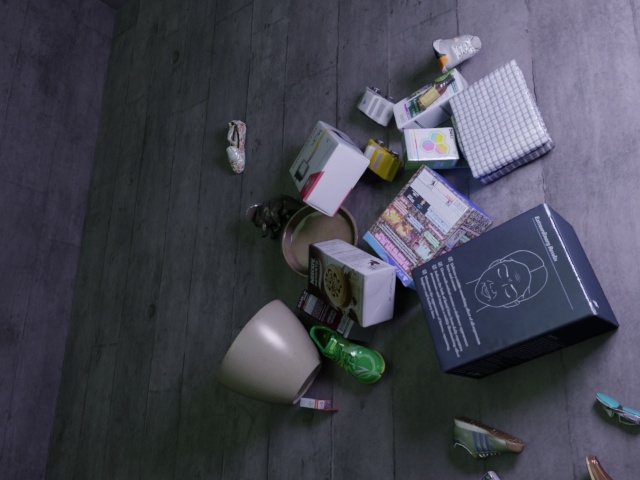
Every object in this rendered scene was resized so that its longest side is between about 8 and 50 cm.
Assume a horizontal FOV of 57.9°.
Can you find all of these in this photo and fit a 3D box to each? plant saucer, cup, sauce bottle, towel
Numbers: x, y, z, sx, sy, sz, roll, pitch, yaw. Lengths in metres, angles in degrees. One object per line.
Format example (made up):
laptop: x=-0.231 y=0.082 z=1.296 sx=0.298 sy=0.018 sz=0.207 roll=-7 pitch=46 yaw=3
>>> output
plant saucer: x=0.000 y=0.000 z=1.983 sx=0.277 sy=0.041 sz=0.278 roll=-7 pitch=71 yaw=20
cup: x=-0.134 y=0.392 z=1.867 sx=0.237 sy=0.331 sz=0.331 roll=32 pitch=98 yaw=15
sauce bottle: x=0.351 y=-0.453 z=1.751 sx=0.128 sy=0.042 sz=0.042 roll=-39 pitch=54 yaw=21
towel: x=0.511 y=-0.332 z=1.655 sx=0.235 sy=0.121 sz=0.284 roll=-29 pitch=60 yaw=32

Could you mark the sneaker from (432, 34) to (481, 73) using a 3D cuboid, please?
sneaker: x=0.419 y=-0.580 z=1.746 sx=0.121 sy=0.262 sz=0.099 roll=-14 pitch=109 yaw=28

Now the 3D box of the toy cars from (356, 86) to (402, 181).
toy cars: x=0.178 y=-0.371 z=1.948 sx=0.176 sy=0.087 sz=0.394 roll=-27 pitch=59 yaw=48

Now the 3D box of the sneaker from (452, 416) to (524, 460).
sneaker: x=0.425 y=0.526 z=1.486 sx=0.192 sy=0.064 sz=0.086 roll=12 pitch=91 yaw=42

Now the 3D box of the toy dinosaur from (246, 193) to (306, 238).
toy dinosaur: x=-0.173 y=-0.103 z=2.160 sx=0.313 sy=0.121 sz=0.160 roll=-29 pitch=72 yaw=35

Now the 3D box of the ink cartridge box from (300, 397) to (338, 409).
ink cartridge box: x=-0.002 y=0.521 z=1.845 sx=0.115 sy=0.062 sz=0.029 roll=-6 pitch=74 yaw=39

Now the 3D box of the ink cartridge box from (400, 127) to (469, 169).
ink cartridge box: x=0.351 y=-0.274 z=1.724 sx=0.209 sy=0.062 sz=0.109 roll=-2 pitch=68 yaw=-4

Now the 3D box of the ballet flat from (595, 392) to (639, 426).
ballet flat: x=0.682 y=0.392 z=1.323 sx=0.114 sy=0.041 sz=0.041 roll=23 pitch=92 yaw=43

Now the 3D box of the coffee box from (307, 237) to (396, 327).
coffee box: x=0.087 y=0.119 z=1.752 sx=0.297 sy=0.118 sz=0.168 roll=27 pitch=122 yaw=52

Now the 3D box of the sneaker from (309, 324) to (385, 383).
sneaker: x=0.072 y=0.352 z=1.796 sx=0.295 sy=0.123 sz=0.110 roll=26 pitch=93 yaw=42

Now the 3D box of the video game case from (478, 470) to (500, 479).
video game case: x=0.411 y=0.735 z=1.437 sx=0.232 sy=0.041 sz=0.210 roll=-50 pitch=50 yaw=16

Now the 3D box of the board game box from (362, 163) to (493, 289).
board game box: x=0.312 y=-0.031 z=1.706 sx=0.291 sy=0.141 sz=0.232 roll=-51 pitch=50 yaw=16

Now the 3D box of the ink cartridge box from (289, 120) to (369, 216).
ink cartridge box: x=0.020 y=-0.249 z=1.951 sx=0.226 sy=0.131 sz=0.306 roll=-57 pitch=25 yaw=15

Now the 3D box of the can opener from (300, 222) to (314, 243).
can opener: x=-0.021 y=-0.006 z=2.050 sx=0.059 sy=0.073 sz=0.186 roll=-26 pitch=55 yaw=-14

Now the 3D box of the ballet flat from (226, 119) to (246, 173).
ballet flat: x=-0.364 y=-0.402 z=2.449 sx=0.091 sy=0.077 sz=0.241 roll=-16 pitch=67 yaw=35

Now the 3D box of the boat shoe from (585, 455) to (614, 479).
boat shoe: x=0.652 y=0.560 z=1.279 sx=0.060 sy=0.064 sz=0.178 roll=-34 pitch=63 yaw=21

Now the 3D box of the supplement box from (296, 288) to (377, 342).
supplement box: x=0.050 y=0.239 z=1.848 sx=0.239 sy=0.130 sz=0.073 roll=26 pitch=94 yaw=43

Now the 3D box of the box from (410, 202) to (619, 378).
box: x=0.476 y=0.142 z=1.462 sx=0.395 sy=0.212 sz=0.294 roll=-30 pitch=58 yaw=31

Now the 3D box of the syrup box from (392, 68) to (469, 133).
syrup box: x=0.354 y=-0.428 z=1.832 sx=0.236 sy=0.096 sz=0.093 roll=-26 pitch=59 yaw=30
